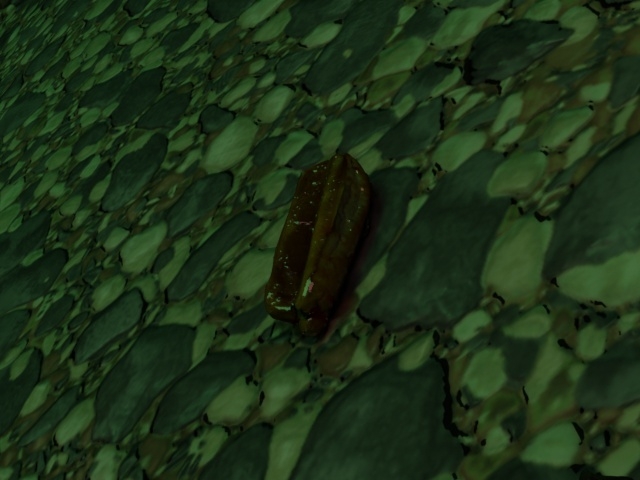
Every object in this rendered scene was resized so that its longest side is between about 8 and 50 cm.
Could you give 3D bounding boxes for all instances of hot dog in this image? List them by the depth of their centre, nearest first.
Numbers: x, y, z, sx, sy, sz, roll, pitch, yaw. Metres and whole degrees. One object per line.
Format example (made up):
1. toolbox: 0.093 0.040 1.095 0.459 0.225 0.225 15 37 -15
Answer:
1. hot dog: 0.001 0.001 0.693 0.062 0.038 0.144 -20 40 33

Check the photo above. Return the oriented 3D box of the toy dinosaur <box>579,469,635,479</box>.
1. toy dinosaur: 0.150 0.077 0.355 0.187 0.087 0.179 3 55 52
